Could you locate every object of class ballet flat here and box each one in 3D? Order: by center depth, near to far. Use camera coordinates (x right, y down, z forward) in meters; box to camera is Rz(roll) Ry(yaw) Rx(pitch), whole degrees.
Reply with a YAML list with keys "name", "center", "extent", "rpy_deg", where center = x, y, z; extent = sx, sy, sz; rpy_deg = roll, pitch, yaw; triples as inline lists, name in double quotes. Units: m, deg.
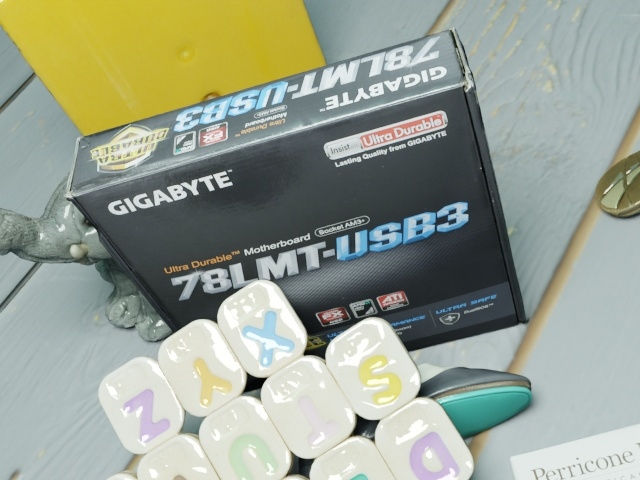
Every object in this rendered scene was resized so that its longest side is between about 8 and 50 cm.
- name: "ballet flat"
  center: [0.071, 0.141, 0.674]
  extent: [0.203, 0.074, 0.074]
  rpy_deg: [-26, 48, 3]

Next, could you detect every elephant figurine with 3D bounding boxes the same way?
- name: "elephant figurine"
  center: [-0.186, -0.021, 0.788]
  extent: [0.169, 0.239, 0.186]
  rpy_deg: [-13, 50, 12]

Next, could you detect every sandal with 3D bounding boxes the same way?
- name: "sandal"
  center: [0.343, -0.072, 0.755]
  extent: [0.180, 0.049, 0.072]
  rpy_deg: [-33, 41, 14]

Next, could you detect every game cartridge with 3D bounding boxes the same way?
- name: "game cartridge"
  center: [-0.152, -0.213, 0.874]
  extent: [0.285, 0.324, 0.053]
  rpy_deg: [-29, 51, -3]

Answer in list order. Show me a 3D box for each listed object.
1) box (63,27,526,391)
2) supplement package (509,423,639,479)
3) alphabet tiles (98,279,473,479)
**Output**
- name: "box"
  center: [0.000, 0.000, 0.663]
  extent: [0.295, 0.293, 0.073]
  rpy_deg: [-14, 50, 10]
- name: "supplement package"
  center: [0.234, 0.260, 0.441]
  extent: [0.177, 0.175, 0.293]
  rpy_deg: [-18, 49, 9]
- name: "alphabet tiles"
  center: [-0.038, 0.184, 0.610]
  extent: [0.284, 0.021, 0.278]
  rpy_deg: [-32, 80, 3]
